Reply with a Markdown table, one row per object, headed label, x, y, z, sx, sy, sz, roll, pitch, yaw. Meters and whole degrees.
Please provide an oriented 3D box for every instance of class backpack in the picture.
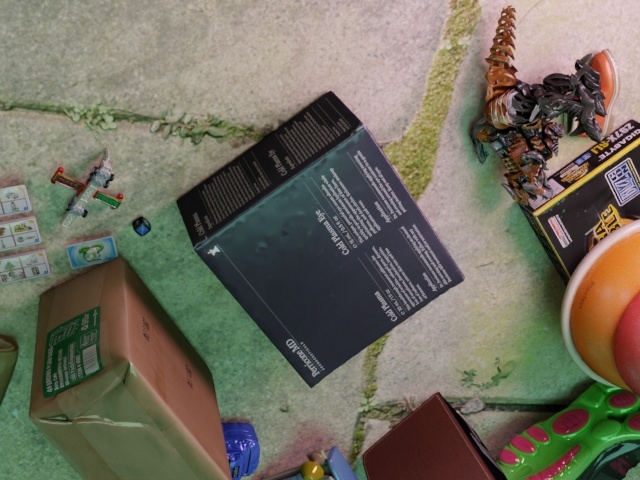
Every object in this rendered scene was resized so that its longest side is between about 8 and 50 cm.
| label | x | y | z | sx | sy | sz | roll | pitch | yaw |
| --- | --- | --- | --- | --- | --- | --- | --- | --- | --- |
| backpack | -0.168 | 0.386 | 1.773 | 0.120 | 0.101 | 0.098 | 0 | 123 | -22 |

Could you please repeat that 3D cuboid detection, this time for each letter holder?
| label | x | y | z | sx | sy | sz | roll | pitch | yaw |
| --- | --- | --- | --- | --- | --- | --- | --- | --- | --- |
| letter holder | 0.229 | 0.470 | 1.824 | 0.214 | 0.302 | 0.152 | -40 | 121 | 5 |

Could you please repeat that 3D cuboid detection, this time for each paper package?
| label | x | y | z | sx | sy | sz | roll | pitch | yaw |
| --- | --- | --- | --- | --- | --- | --- | --- | --- | --- |
| paper package | -0.291 | 0.232 | 1.519 | 0.168 | 0.325 | 0.309 | -30 | 120 | 4 |

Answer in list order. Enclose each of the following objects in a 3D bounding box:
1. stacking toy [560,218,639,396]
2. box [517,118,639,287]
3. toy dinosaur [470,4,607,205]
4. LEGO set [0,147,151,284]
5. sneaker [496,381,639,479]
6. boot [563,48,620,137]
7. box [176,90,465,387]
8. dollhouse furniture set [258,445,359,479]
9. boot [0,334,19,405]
| label | x | y | z | sx | sy | sz | roll | pitch | yaw |
| --- | --- | --- | --- | --- | --- | --- | --- | --- | --- |
| stacking toy | 0.636 | 0.196 | 1.616 | 0.350 | 0.480 | 0.350 | -4 | 115 | -9 |
| box | 0.540 | -0.022 | 1.807 | 0.257 | 0.079 | 0.322 | -36 | 121 | 0 |
| toy dinosaur | 0.341 | -0.209 | 1.604 | 0.218 | 0.164 | 0.322 | -7 | 137 | 24 |
| LEGO set | -0.392 | -0.037 | 1.530 | 0.244 | 0.060 | 0.182 | -13 | 131 | -10 |
| sneaker | 0.568 | 0.408 | 2.004 | 0.483 | 0.185 | 0.202 | -22 | 143 | -6 |
| boot | 0.457 | -0.246 | 1.678 | 0.084 | 0.059 | 0.158 | -6 | 119 | -10 |
| box | 0.000 | 0.000 | 1.584 | 0.312 | 0.179 | 0.343 | -35 | 121 | 1 |
| dollhouse furniture set | -0.050 | 0.567 | 1.809 | 0.286 | 0.198 | 0.303 | -23 | 107 | 24 |
| boot | -0.628 | 0.268 | 1.577 | 0.236 | 0.089 | 0.269 | 6 | 114 | -32 |
